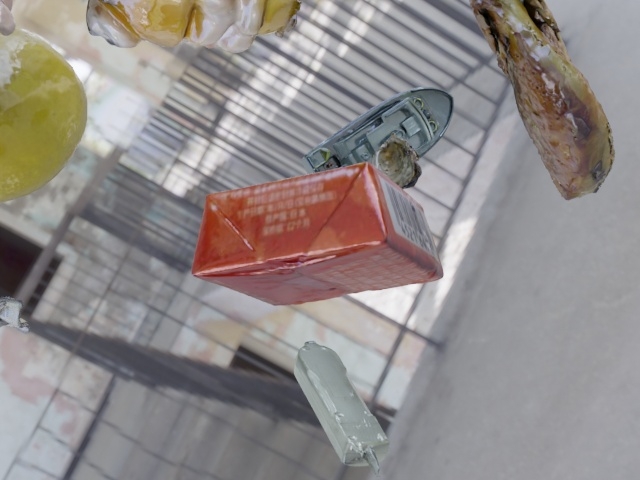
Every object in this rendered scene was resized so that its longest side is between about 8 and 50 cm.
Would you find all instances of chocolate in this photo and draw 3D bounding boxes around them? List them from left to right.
[{"bbox_3d":[0.000,0.000,1.342,0.237,0.235,0.108,25,-124,-65],"label":"chocolate"}]

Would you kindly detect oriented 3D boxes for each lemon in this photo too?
[{"bbox_3d":[-0.593,-0.231,2.077,0.348,0.348,0.348,-55,14,21],"label":"lemon"}]

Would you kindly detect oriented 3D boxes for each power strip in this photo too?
[{"bbox_3d":[0.020,0.167,1.148,0.191,0.048,0.030,57,139,49],"label":"power strip"}]

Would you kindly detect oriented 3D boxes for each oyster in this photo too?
[{"bbox_3d":[0.104,-0.108,1.552,0.086,0.029,0.132,-39,31,36],"label":"oyster"}]

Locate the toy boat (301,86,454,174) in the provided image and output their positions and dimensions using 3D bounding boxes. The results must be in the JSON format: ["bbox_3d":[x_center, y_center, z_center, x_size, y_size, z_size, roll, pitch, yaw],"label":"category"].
[{"bbox_3d":[0.108,-0.164,1.878,0.296,0.114,0.122,-35,8,-20],"label":"toy boat"}]

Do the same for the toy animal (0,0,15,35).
[{"bbox_3d":[-0.604,-0.408,1.729,0.326,0.269,0.237,93,170,-63],"label":"toy animal"}]

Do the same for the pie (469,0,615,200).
[{"bbox_3d":[0.249,-0.199,1.318,0.085,0.308,0.308,-25,23,12],"label":"pie"}]

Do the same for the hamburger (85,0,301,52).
[{"bbox_3d":[-0.158,-0.327,1.208,0.276,0.237,0.276,169,90,-70],"label":"hamburger"}]

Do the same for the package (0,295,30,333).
[{"bbox_3d":[-0.547,0.117,1.701,0.166,0.232,0.040,96,167,-68],"label":"package"}]
